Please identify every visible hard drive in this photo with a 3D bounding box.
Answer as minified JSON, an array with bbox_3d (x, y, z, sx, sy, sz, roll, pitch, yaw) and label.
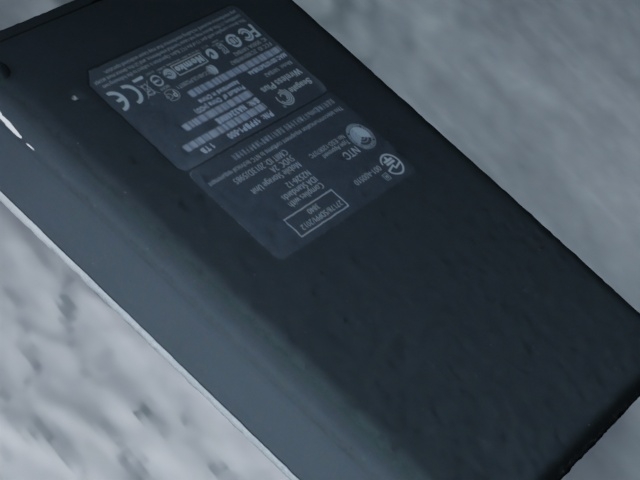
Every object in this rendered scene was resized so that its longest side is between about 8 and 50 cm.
[{"bbox_3d":[0.000,0.000,0.381,0.135,0.022,0.094,43,38,11],"label":"hard drive"}]
